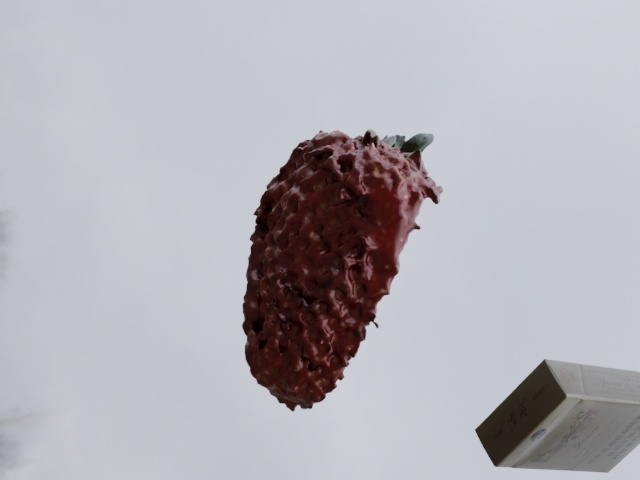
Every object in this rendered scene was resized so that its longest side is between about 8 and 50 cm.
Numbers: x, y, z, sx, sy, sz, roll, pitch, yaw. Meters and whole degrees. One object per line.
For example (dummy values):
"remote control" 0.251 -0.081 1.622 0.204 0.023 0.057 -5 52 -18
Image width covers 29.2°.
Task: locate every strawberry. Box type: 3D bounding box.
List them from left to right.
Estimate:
"strawberry" 0.000 0.000 1.093 0.106 0.286 0.188 32 -26 -23

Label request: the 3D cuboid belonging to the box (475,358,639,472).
"box" 0.119 0.082 0.567 0.053 0.083 0.024 -51 -136 29
